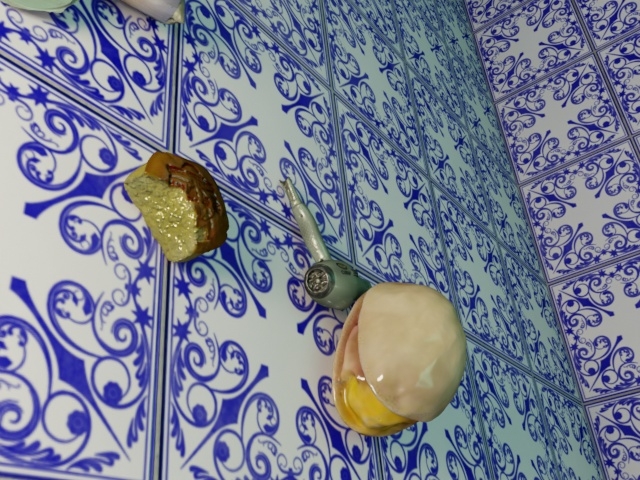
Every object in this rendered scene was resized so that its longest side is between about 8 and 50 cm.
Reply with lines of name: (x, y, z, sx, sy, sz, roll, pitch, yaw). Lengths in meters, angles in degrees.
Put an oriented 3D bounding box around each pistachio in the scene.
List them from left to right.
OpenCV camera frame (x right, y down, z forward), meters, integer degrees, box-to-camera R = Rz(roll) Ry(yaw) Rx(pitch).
pistachio: (0.136, 0.199, 1.131, 0.230, 0.229, 0.309, 56, 40, -16)

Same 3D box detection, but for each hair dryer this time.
hair dryer: (0.021, 0.024, 1.233, 0.229, 0.092, 0.267, 39, 28, -51)

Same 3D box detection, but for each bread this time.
bread: (-0.193, -0.053, 0.911, 0.156, 0.086, 0.125, 59, 28, -13)

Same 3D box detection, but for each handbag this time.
handbag: (-0.290, -0.419, 1.036, 0.173, 0.095, 0.117, 24, 54, -39)

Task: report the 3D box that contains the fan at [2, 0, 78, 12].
fan: (-0.350, -0.422, 0.913, 0.310, 0.010, 0.182, -38, 103, -41)
